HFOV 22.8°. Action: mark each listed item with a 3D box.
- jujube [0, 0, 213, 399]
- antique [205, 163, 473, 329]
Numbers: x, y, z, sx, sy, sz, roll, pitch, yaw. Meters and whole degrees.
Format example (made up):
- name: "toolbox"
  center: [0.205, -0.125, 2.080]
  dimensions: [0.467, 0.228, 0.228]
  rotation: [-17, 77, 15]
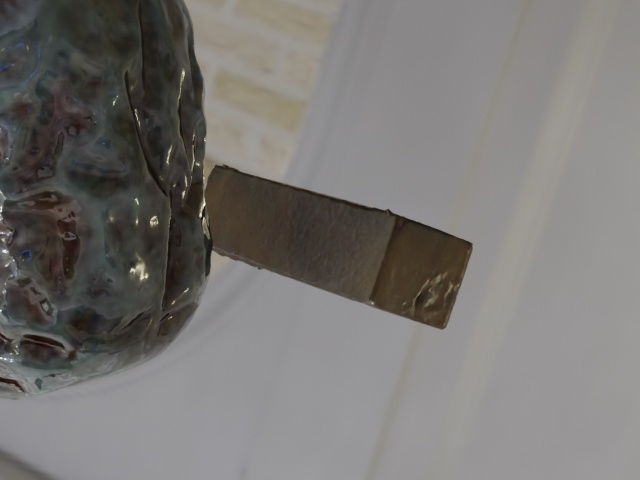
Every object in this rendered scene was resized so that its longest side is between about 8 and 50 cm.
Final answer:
- name: "jujube"
  center: [-0.181, -0.059, 1.039]
  dimensions: [0.226, 0.317, 0.226]
  rotation: [-5, -166, 1]
- name: "antique"
  center: [0.000, 0.000, 1.471]
  dimensions: [0.093, 0.087, 0.310]
  rotation: [19, 179, -38]
